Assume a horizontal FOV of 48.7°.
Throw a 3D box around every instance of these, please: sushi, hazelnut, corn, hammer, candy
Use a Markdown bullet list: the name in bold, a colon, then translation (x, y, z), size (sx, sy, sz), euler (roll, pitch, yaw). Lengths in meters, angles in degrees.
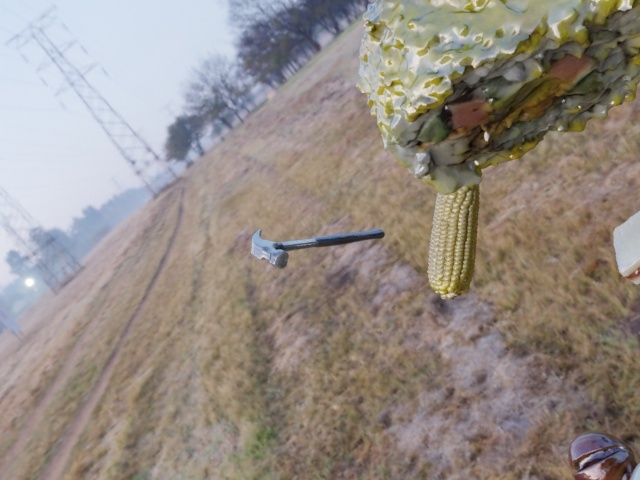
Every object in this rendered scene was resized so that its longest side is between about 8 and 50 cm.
- **sushi**: translation (0.248, -0.256, 0.973), size (0.396, 0.240, 0.351), euler (-24, -24, 11)
- **hazelnut**: translation (0.766, 0.604, 1.883), size (0.178, 0.178, 0.204), euler (-34, 53, 22)
- **corn**: translation (0.333, -0.033, 1.750), size (0.120, 0.120, 0.363), euler (178, 98, -72)
- **hammer**: translation (0.000, 0.000, 1.127), size (0.246, 0.029, 0.103), euler (-9, 24, -37)
- **candy**: translation (0.928, -0.030, 1.839), size (0.321, 0.135, 0.179), euler (-48, 19, 35)

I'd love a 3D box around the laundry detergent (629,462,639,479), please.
- **laundry detergent**: translation (0.743, 0.673, 1.429), size (0.125, 0.264, 0.398), euler (102, -169, -57)
